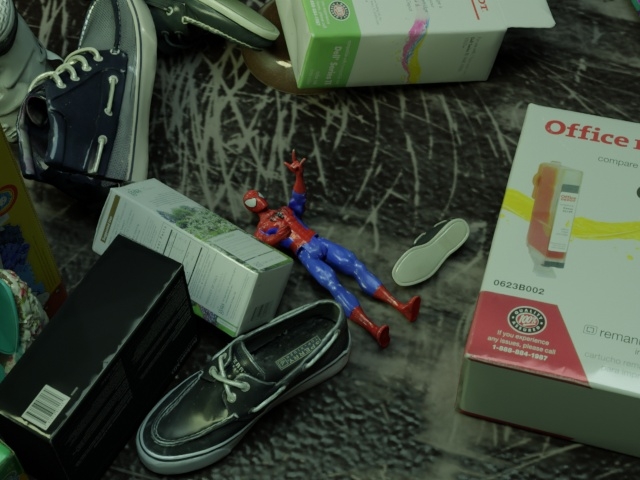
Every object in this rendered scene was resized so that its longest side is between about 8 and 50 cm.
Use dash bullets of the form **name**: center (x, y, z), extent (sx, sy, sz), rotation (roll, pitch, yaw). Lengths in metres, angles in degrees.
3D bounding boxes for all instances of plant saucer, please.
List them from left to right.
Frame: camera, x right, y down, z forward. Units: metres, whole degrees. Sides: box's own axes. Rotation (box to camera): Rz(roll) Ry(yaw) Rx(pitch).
- **plant saucer**: center (-0.018, -0.298, 2.005), extent (0.198, 0.036, 0.199), rotation (-1, 56, 2)

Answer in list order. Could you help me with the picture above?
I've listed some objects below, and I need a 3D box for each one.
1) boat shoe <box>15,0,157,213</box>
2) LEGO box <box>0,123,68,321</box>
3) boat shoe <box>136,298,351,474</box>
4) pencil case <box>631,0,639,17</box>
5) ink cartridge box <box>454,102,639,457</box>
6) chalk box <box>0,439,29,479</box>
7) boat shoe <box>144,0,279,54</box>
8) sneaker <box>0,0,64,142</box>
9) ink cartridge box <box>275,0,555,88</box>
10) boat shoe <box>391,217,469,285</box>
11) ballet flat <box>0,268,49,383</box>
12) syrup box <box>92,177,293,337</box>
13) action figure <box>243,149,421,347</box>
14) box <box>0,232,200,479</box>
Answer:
- **boat shoe**: center (-0.315, -0.211, 1.848), extent (0.127, 0.158, 0.341), rotation (-25, 60, 37)
- **LEGO box**: center (-0.523, 0.011, 1.554), extent (0.193, 0.500, 0.372), rotation (36, 66, 24)
- **boat shoe**: center (-0.092, 0.168, 1.665), extent (0.301, 0.102, 0.108), rotation (-29, 60, -15)
- **pencil case**: center (0.478, -0.346, 1.994), extent (0.070, 0.064, 0.152), rotation (-1, 53, -28)
- **ink cartridge box**: center (0.343, 0.043, 1.691), extent (0.279, 0.160, 0.385), rotation (12, 58, 10)
- **chalk box**: center (-0.433, 0.279, 1.499), extent (0.179, 0.289, 0.180), rotation (32, 64, 21)
- **boat shoe**: center (-0.215, -0.328, 1.994), extent (0.340, 0.127, 0.113), rotation (29, 102, 17)
- **sneaker**: center (-0.524, -0.192, 1.888), extent (0.365, 0.210, 0.137), rotation (-30, 57, 12)
- **ink cartridge box**: center (0.127, -0.329, 1.946), extent (0.353, 0.119, 0.207), rotation (-4, 57, -15)
- **boat shoe**: center (0.137, 0.014, 1.794), extent (0.125, 0.038, 0.046), rotation (-42, 106, -16)
- **ballet flat**: center (-0.359, 0.122, 1.643), extent (0.091, 0.241, 0.077), rotation (28, 38, 26)
- **syrup box**: center (-0.163, 0.018, 1.752), extent (0.237, 0.096, 0.093), rotation (29, 22, 21)
- **action figure**: center (0.000, 0.000, 1.755), extent (0.280, 0.139, 0.091), rotation (37, 63, 26)
- **box**: center (-0.260, 0.152, 1.637), extent (0.103, 0.184, 0.261), rotation (25, 61, 20)
